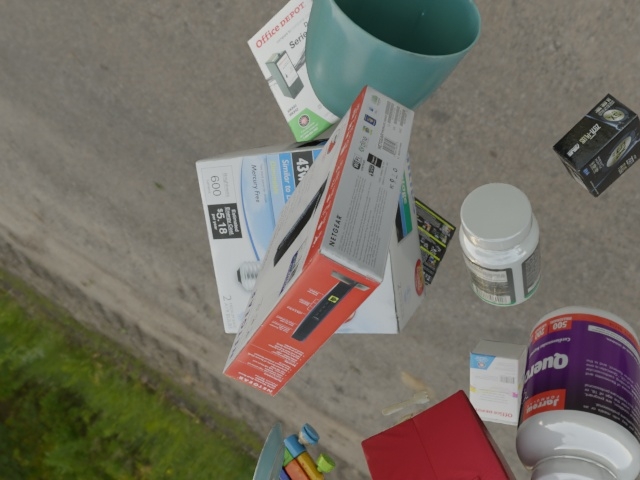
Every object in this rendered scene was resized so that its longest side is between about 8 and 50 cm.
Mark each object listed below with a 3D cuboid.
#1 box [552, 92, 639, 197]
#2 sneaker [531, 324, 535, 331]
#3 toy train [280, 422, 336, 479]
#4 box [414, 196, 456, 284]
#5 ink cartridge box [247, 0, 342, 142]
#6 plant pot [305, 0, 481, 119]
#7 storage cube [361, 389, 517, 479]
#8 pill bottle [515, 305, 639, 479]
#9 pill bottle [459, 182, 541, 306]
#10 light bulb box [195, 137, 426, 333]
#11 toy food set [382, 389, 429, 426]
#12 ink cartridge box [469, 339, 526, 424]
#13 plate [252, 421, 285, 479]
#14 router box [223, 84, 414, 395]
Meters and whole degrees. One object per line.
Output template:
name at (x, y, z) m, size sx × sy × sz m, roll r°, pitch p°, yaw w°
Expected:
box at (0.566, -0.185, 1.375) m, size 0.077 × 0.147 × 0.180 m, roll 53°, pitch -166°, yaw 32°
sneaker at (0.524, 0.269, 1.589) m, size 0.061 × 0.054 × 0.152 m, roll 100°, pitch 157°, yaw -66°
toy train at (-0.017, 0.586, 1.686) m, size 0.248 × 0.143 × 0.105 m, roll 49°, pitch -172°, yaw 27°
box at (0.270, -0.018, 2.117) m, size 0.270 × 0.216 × 0.060 m, roll 33°, pitch 162°, yaw -19°
ink cartridge box at (-0.010, -0.389, 1.558) m, size 0.211 × 0.121 × 0.289 m, roll -32°, pitch 82°, yaw 36°
plant pot at (0.102, -0.350, 1.240) m, size 0.293 × 0.293 × 0.235 m, roll 35°, pitch 141°, yaw 3°
storage cube at (0.197, 0.379, 1.013) m, size 0.215 × 0.183 × 0.193 m, roll 55°, pitch -172°, yaw -35°
pill bottle at (0.412, 0.269, 1.089) m, size 0.181 × 0.323 × 0.181 m, roll 12°, pitch 132°, yaw 14°
pill bottle at (0.479, 0.015, 1.819) m, size 0.204 × 0.204 × 0.361 m, roll 19°, pitch 158°, yaw 27°
light bulb box at (-0.008, -0.016, 1.340) m, size 0.361 × 0.225 × 0.358 m, roll -4°, pitch 103°, yaw 22°
toy food set at (0.220, 0.444, 1.516) m, size 0.038 × 0.132 × 0.192 m, roll 138°, pitch 111°, yaw -81°
ink cartridge box at (0.342, 0.277, 1.318) m, size 0.092 × 0.090 × 0.143 m, roll 4°, pitch 102°, yaw 25°
plate at (-0.090, 0.408, 1.175) m, size 0.024 × 0.188 × 0.188 m, roll 13°, pitch 143°, yaw 8°
router box at (0.000, 0.000, 0.939) m, size 0.082 × 0.335 × 0.301 m, roll 27°, pitch 134°, yaw -11°
